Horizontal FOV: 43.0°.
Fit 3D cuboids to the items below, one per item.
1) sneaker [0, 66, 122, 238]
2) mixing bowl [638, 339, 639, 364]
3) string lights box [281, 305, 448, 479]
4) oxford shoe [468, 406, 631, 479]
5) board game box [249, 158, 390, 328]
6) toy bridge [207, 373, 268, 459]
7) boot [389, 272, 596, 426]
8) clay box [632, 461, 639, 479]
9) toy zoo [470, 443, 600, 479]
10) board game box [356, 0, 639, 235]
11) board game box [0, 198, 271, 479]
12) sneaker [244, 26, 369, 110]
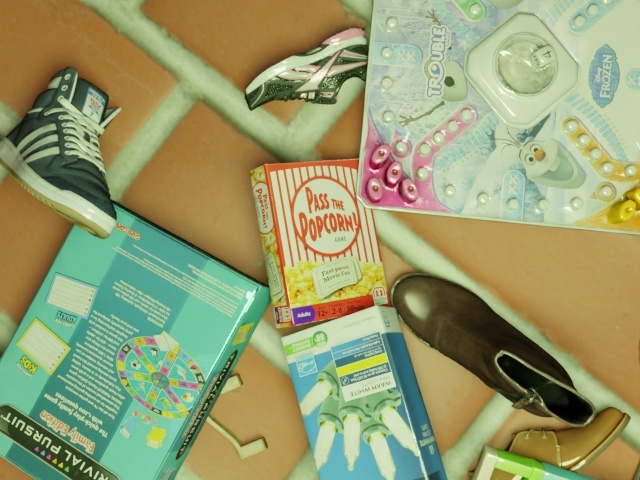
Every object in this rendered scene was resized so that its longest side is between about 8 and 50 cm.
[{"bbox_3d":[-0.291,-0.114,0.978,0.153,0.099,0.282,-52,44,-6],"label":"sneaker"},{"bbox_3d":[0.487,0.140,0.971,0.181,0.098,0.181,0,86,4],"label":"mixing bowl"},{"bbox_3d":[0.058,0.221,0.968,0.133,0.077,0.259,-21,76,19],"label":"string lights box"},{"bbox_3d":[0.277,0.255,0.990,0.212,0.076,0.076,-32,76,1],"label":"oxford shoe"},{"bbox_3d":[0.000,0.000,0.998,0.147,0.045,0.193,-8,85,-34],"label":"board game box"},{"bbox_3d":[-0.131,0.190,1.039,0.063,0.026,0.188,-24,84,3],"label":"toy bridge"},{"bbox_3d":[0.191,0.116,0.934,0.248,0.207,0.090,35,89,5],"label":"boot"},{"bbox_3d":[0.482,0.350,0.979,0.222,0.053,0.127,22,90,3],"label":"clay box"},{"bbox_3d":[0.302,0.370,0.948,0.293,0.030,0.192,18,101,2],"label":"toy zoo"},{"bbox_3d":[0.255,-0.217,1.008,0.390,0.050,0.390,6,86,-3],"label":"board game box"},{"bbox_3d":[-0.248,0.147,1.006,0.254,0.079,0.336,28,89,14],"label":"board game box"},{"bbox_3d":[-0.011,-0.203,1.039,0.178,0.072,0.077,-25,96,7],"label":"sneaker"}]
